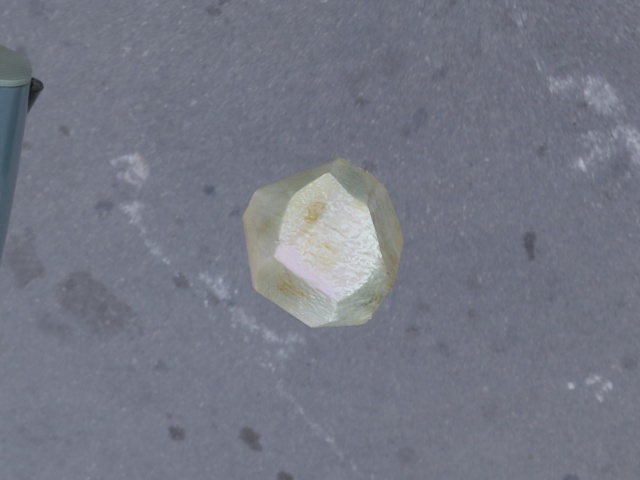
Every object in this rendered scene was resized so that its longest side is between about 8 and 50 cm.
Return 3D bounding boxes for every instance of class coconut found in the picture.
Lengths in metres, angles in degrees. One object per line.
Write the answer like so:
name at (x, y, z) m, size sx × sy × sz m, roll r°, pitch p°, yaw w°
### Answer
coconut at (0.000, 0.000, 1.174) m, size 0.237 × 0.197 × 0.236 m, roll 0°, pitch 91°, yaw -6°

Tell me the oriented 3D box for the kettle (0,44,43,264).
kettle at (-0.411, -0.091, 0.866) m, size 0.211 × 0.160 × 0.243 m, roll 7°, pitch 119°, yaw -34°
